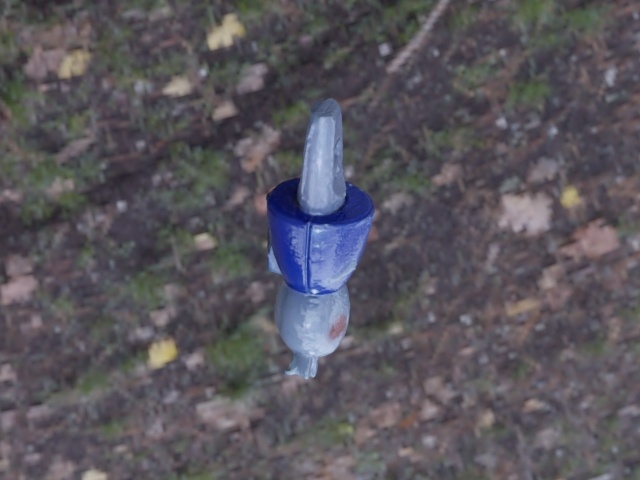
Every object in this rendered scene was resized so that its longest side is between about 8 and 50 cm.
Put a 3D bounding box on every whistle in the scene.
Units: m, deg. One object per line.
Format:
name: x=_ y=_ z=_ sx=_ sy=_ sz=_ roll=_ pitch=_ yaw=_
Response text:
whistle: x=0.000 y=0.000 z=0.403 sx=0.029 sy=0.033 sz=0.083 roll=11 pitch=123 yaw=11
